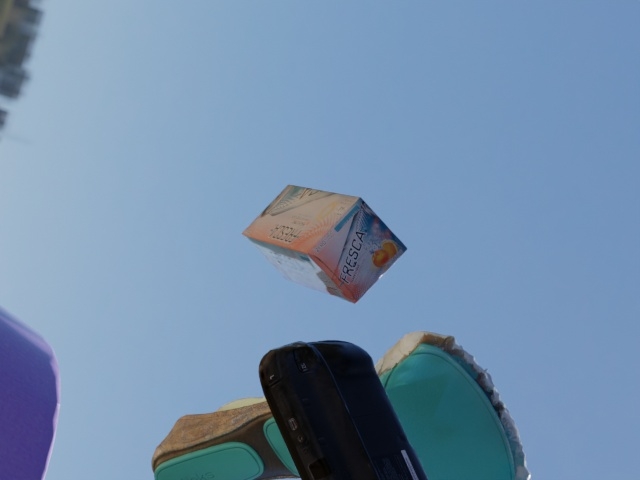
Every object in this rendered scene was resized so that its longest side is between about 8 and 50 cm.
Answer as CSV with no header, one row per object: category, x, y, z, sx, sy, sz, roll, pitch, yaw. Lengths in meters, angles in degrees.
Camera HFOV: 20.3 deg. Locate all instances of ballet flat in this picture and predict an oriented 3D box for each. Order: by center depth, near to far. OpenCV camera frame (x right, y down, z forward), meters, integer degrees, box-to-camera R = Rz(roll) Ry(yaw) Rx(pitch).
ballet flat,0.137,0.248,1.679,0.147,0.147,0.409,-118,-177,-68
ballet flat,-0.042,0.199,1.914,0.316,0.107,0.106,-11,-148,28

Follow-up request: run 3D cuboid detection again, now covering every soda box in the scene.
soda box,0.000,0.000,1.423,0.063,0.058,0.183,-46,-163,-10

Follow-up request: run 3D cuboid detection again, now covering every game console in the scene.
game console,0.070,0.222,1.081,0.044,0.213,0.361,-32,-107,24

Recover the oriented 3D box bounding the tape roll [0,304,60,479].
tape roll,-0.206,0.119,0.590,0.275,0.090,0.275,-41,-156,23
